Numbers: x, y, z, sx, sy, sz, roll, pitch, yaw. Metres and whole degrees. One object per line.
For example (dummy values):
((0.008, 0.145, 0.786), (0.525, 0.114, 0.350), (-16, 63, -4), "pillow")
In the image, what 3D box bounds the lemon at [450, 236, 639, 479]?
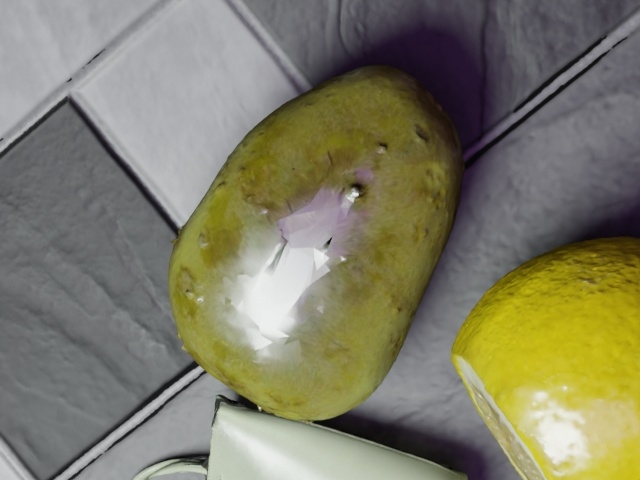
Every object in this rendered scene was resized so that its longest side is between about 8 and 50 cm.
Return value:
((0.239, 0.109, 1.018), (0.219, 0.240, 0.240), (-34, 95, -4), "lemon")

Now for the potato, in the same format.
((0.000, 0.000, 1.053), (0.210, 0.173, 0.307), (31, 99, 2), "potato")

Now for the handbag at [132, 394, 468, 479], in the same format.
((-0.034, 0.271, 1.137), (0.315, 0.109, 0.241), (11, 101, 8), "handbag")
